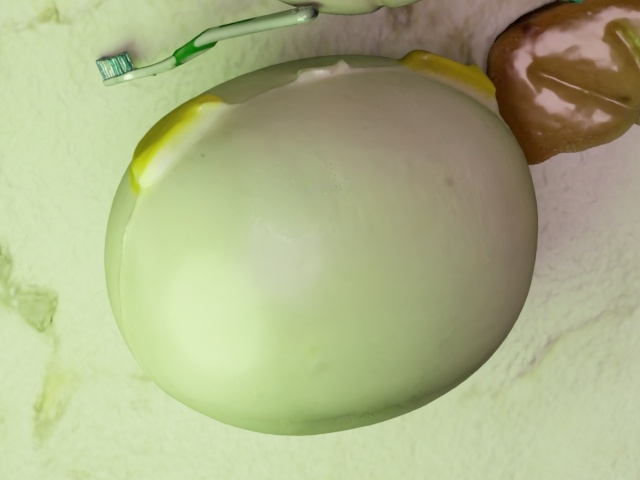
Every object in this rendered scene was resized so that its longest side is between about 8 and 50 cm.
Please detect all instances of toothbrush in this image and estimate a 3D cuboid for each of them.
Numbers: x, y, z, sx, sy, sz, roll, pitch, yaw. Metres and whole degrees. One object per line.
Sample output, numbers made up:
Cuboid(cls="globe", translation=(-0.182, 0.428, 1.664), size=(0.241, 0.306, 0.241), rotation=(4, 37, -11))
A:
Cuboid(cls="toothbrush", translation=(-0.103, -0.167, 1.393), size=(0.304, 0.030, 0.030), rotation=(-6, 114, 48))

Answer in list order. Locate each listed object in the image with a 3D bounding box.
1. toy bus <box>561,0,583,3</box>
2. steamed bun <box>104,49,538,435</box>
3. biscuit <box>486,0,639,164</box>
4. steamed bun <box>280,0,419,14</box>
Cuboid(cls="toy bus", translation=(0.233, -0.326, 1.351), size=(0.091, 0.109, 0.261), rotation=(19, 112, -8))
Cuboid(cls="steamed bun", translation=(0.003, 0.002, 1.372), size=(0.374, 0.334, 0.334), rotation=(-14, 111, -21))
Cuboid(cls="biscuit", translation=(0.297, -0.152, 1.438), size=(0.299, 0.045, 0.154), rotation=(-5, 108, 7))
Cuboid(cls="steamed bun", translation=(0.022, -0.317, 1.278), size=(0.309, 0.309, 0.309), rotation=(2, 110, 5))
